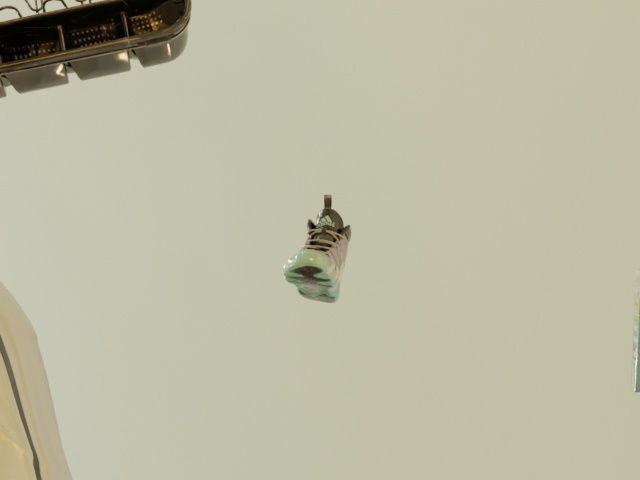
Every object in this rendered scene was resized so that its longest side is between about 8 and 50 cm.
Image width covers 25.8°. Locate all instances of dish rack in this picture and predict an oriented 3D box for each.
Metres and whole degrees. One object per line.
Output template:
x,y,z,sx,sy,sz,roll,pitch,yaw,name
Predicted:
-0.223,-0.244,1.140,0.074,0.208,0.271,87,-10,-64,dish rack

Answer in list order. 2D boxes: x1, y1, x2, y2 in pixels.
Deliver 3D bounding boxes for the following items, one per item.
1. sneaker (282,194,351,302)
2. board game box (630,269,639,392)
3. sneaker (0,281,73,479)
0.000,0.000,0.949,0.098,0.038,0.069,83,18,-77,sneaker
0.345,0.080,1.187,0.026,0.154,0.103,-54,146,-84,board game box
-0.166,0.086,0.591,0.094,0.091,0.258,-47,-124,18,sneaker
